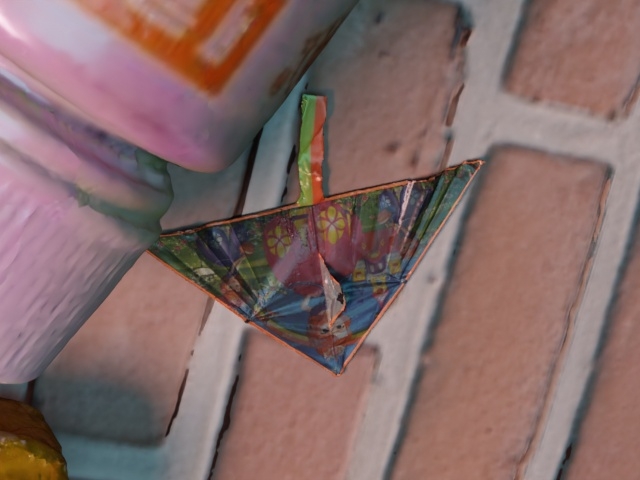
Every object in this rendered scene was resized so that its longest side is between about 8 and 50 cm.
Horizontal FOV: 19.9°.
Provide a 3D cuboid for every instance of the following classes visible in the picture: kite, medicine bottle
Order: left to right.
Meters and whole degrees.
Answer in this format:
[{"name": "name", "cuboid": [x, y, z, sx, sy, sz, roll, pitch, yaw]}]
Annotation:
[{"name": "medicine bottle", "cuboid": [-0.084, -0.148, 0.767, 0.219, 0.219, 0.388, 37, 96, -23]}, {"name": "kite", "cuboid": [0.000, 0.000, 0.951, 0.190, 0.010, 0.159, -14, 110, -12]}]

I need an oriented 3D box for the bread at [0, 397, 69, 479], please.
[{"name": "bread", "cuboid": [-0.243, 0.253, 0.915, 0.185, 0.109, 0.380, 8, 107, -18]}]
